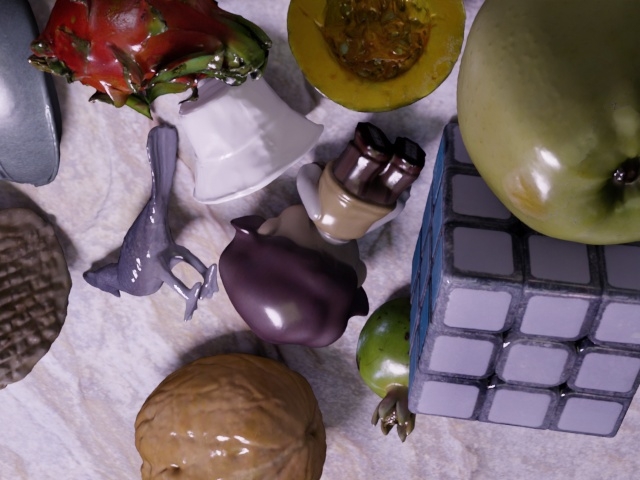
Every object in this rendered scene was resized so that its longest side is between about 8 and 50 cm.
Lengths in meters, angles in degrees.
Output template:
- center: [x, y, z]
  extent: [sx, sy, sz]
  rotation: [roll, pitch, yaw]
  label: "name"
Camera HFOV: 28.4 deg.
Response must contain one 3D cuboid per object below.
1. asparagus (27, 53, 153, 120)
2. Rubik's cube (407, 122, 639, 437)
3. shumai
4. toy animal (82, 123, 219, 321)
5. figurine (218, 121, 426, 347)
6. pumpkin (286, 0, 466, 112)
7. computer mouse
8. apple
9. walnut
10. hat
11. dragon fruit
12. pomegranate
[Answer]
- center: [-0.297, -0.207, 1.667]
  extent: [0.027, 0.034, 0.236]
  rotation: [-35, 147, 25]
  label: "asparagus"
- center: [0.289, 0.055, 1.734]
  extent: [0.303, 0.301, 0.305]
  rotation: [6, 135, 0]
  label: "Rubik's cube"
- center: [-0.562, 0.098, 1.894]
  extent: [0.262, 0.314, 0.267]
  rotation: [-8, 120, 35]
  label: "shumai"
- center: [-0.237, 0.020, 1.862]
  extent: [0.206, 0.081, 0.367]
  rotation: [45, 134, 11]
  label: "toy animal"
- center: [-0.006, -0.016, 1.816]
  extent: [0.218, 0.206, 0.365]
  rotation: [12, 114, -38]
  label: "figurine"
- center: [0.065, -0.257, 1.562]
  extent: [0.217, 0.217, 0.110]
  rotation: [8, 174, -2]
  label: "pumpkin"
- center: [-0.451, -0.188, 1.690]
  extent: [0.203, 0.114, 0.374]
  rotation: [3, 136, 2]
  label: "computer mouse"
- center: [0.333, -0.163, 1.498]
  extent: [0.357, 0.357, 0.357]
  rotation: [3, 136, 3]
  label: "apple"
- center: [-0.152, 0.338, 2.085]
  extent: [0.332, 0.333, 0.333]
  rotation: [3, 136, 3]
  label: "walnut"
- center: [-0.112, -0.149, 1.674]
  extent: [0.203, 0.203, 0.126]
  rotation: [-22, 114, 25]
  label: "hat"
- center: [-0.209, -0.237, 1.550]
  extent: [0.269, 0.198, 0.200]
  rotation: [36, 92, 8]
  label: "dragon fruit"
- center: [0.138, 0.199, 1.952]
  extent: [0.187, 0.225, 0.187]
  rotation: [13, 146, 9]
  label: "pomegranate"
